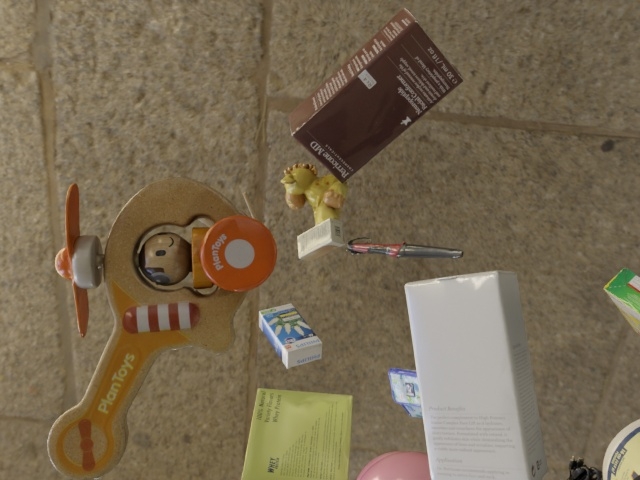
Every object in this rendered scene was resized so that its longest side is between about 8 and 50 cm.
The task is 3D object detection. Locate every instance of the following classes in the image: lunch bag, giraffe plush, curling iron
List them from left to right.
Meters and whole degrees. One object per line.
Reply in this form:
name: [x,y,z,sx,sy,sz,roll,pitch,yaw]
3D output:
giraffe plush: [-0.020,-0.126,1.491,0.170,0.181,0.210,17,82,0]
curling iron: [0.176,0.016,1.237,0.274,0.068,0.035,2,107,36]
lunch bag: [0.255,0.379,1.436,0.129,0.096,0.151,-8,125,46]

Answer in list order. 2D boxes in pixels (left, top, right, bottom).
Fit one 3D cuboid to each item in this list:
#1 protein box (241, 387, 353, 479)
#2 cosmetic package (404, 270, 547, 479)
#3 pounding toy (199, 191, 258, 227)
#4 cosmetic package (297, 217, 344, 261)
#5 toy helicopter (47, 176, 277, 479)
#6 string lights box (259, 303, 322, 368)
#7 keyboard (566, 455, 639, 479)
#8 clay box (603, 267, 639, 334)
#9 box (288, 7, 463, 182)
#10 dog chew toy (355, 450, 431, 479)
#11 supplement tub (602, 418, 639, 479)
protein box: [-0.040,0.429,1.170,0.201,0.200,0.136,3,137,4]
cosmetic package: [0.179,0.155,0.661,0.117,0.085,0.231,-10,81,33]
pounding toy: [-0.270,-0.098,1.764,0.269,0.154,0.155,34,98,-1]
cosmetic package: [0.000,0.000,1.296,0.041,0.060,0.115,16,149,-39]
toy helicopter: [-0.216,0.091,0.649,0.235,0.140,0.355,26,83,-10]
string lights box: [-0.110,0.334,2.033,0.133,0.260,0.076,-12,121,-25]
keyboard: [0.423,0.424,0.847,0.201,0.033,0.317,29,129,13]
clay box: [0.554,0.139,0.921,0.053,0.127,0.222,-49,131,7]
box: [0.123,-0.340,1.371,0.381,0.143,0.191,-39,119,20]
dog chew toy: [0.143,0.455,0.975,0.207,0.332,0.206,0,78,-2]
supplement tub: [0.672,0.469,0.982,0.235,0.325,0.235,0,98,-1]
